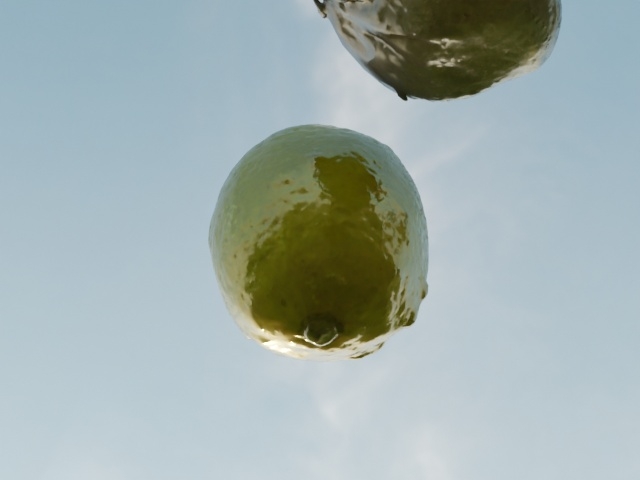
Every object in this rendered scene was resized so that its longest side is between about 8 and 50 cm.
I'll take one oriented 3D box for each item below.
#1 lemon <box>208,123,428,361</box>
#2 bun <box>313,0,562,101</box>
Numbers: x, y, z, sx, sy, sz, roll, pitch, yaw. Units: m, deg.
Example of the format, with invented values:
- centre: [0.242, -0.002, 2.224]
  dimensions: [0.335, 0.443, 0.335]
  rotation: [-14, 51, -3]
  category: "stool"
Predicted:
- centre: [0.000, 0.000, 1.226]
  dimensions: [0.233, 0.288, 0.233]
  rotation: [-1, -56, -1]
  category: "lemon"
- centre: [0.099, -0.248, 1.099]
  dimensions: [0.204, 0.281, 0.281]
  rotation: [-27, -58, 16]
  category: "bun"
